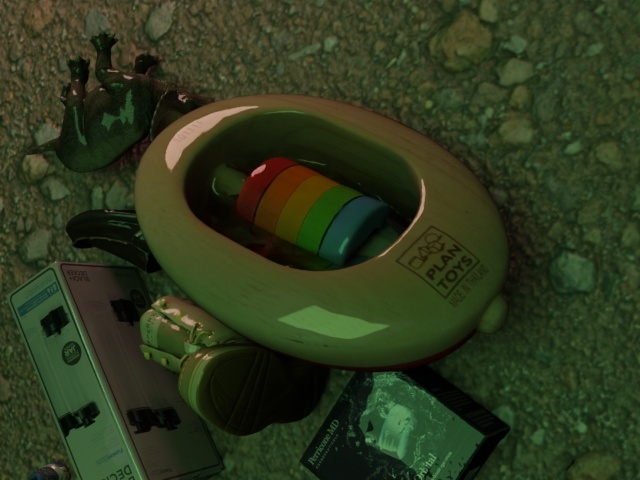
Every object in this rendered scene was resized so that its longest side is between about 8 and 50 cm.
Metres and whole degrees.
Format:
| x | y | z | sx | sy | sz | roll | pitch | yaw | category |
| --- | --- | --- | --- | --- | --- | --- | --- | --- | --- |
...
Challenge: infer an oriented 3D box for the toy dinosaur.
| x | y | z | sx | sy | sz | roll | pitch | yaw | category |
| --- | --- | --- | --- | --- | --- | --- | --- | --- | --- |
| -0.276 | -0.155 | 1.240 | 0.313 | 0.121 | 0.160 | -19 | 66 | 18 | toy dinosaur |

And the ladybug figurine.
| x | y | z | sx | sy | sz | roll | pitch | yaw | category |
| --- | --- | --- | --- | --- | --- | --- | --- | --- | --- |
| 0.000 | 0.000 | 1.041 | 0.449 | 0.162 | 0.305 | 31 | 60 | 31 | ladybug figurine |

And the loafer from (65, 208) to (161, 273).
| x | y | z | sx | sy | sz | roll | pitch | yaw | category |
| --- | --- | --- | --- | --- | --- | --- | --- | --- | --- |
| -0.225 | 0.002 | 1.226 | 0.220 | 0.080 | 0.078 | -1 | 86 | 24 | loafer |

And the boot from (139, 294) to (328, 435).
| x | y | z | sx | sy | sz | roll | pitch | yaw | category |
| --- | --- | --- | --- | --- | --- | --- | --- | --- | --- |
| -0.129 | 0.127 | 1.076 | 0.203 | 0.262 | 0.095 | 22 | 94 | 25 | boot |

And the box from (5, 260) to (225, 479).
| x | y | z | sx | sy | sz | roll | pitch | yaw | category |
| --- | --- | --- | --- | --- | --- | --- | --- | --- | --- |
| -0.245 | 0.173 | 1.176 | 0.087 | 0.169 | 0.290 | -32 | 75 | 19 | box |

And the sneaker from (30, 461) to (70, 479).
| x | y | z | sx | sy | sz | roll | pitch | yaw | category |
| --- | --- | --- | --- | --- | --- | --- | --- | --- | --- |
| -0.383 | 0.356 | 1.288 | 0.052 | 0.058 | 0.135 | 24 | 97 | 24 | sneaker |

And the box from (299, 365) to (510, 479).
| x | y | z | sx | sy | sz | roll | pitch | yaw | category |
| --- | --- | --- | --- | --- | --- | --- | --- | --- | --- |
| 0.090 | 0.222 | 1.062 | 0.158 | 0.093 | 0.156 | 35 | 101 | 23 | box |
